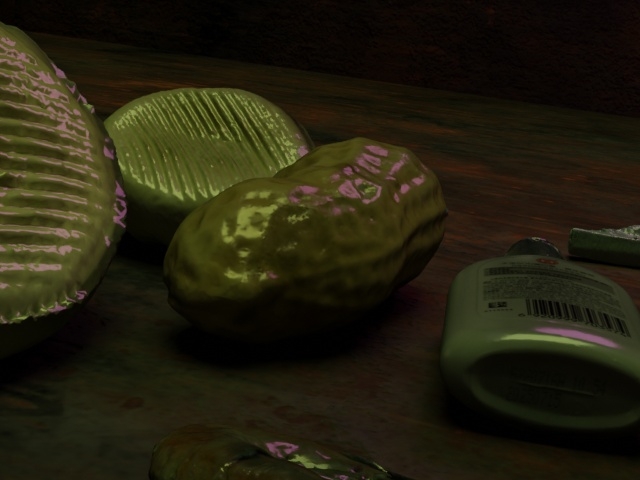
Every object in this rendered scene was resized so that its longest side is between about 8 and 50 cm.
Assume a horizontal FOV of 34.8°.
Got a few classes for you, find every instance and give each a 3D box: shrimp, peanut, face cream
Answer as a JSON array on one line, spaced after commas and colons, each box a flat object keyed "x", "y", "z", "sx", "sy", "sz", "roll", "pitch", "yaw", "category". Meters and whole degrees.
[{"x": 0.015, "y": 0.126, "z": 0.458, "sx": 0.223, "sy": 0.047, "sz": 0.126, "roll": 18, "pitch": 8, "yaw": 43, "category": "shrimp"}, {"x": 0.000, "y": 0.000, "z": 0.783, "sx": 0.147, "sy": 0.147, "sz": 0.305, "roll": 12, "pitch": 20, "yaw": 21, "category": "peanut"}, {"x": 0.159, "y": 0.055, "z": 0.734, "sx": 0.144, "sy": 0.071, "sz": 0.291, "roll": 9, "pitch": 15, "yaw": 5, "category": "face cream"}]

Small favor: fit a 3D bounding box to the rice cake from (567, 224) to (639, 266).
[{"x": 0.348, "y": 0.008, "z": 1.061, "sx": 0.180, "sy": 0.042, "sz": 0.030, "roll": 8, "pitch": 12, "yaw": 4, "category": "rice cake"}]

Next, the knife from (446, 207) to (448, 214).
[{"x": 0.085, "y": -0.016, "z": 1.111, "sx": 0.044, "sy": 0.019, "sz": 0.313, "roll": 9, "pitch": 12, "yaw": 24, "category": "knife"}]

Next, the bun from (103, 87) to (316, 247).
[{"x": -0.106, "y": -0.050, "z": 0.959, "sx": 0.222, "sy": 0.127, "sz": 0.222, "roll": 5, "pitch": 44, "yaw": -5, "category": "bun"}]

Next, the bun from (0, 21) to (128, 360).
[{"x": -0.264, "y": -0.039, "z": 0.657, "sx": 0.146, "sy": 0.287, "sz": 0.287, "roll": -32, "pitch": -4, "yaw": 27, "category": "bun"}]
